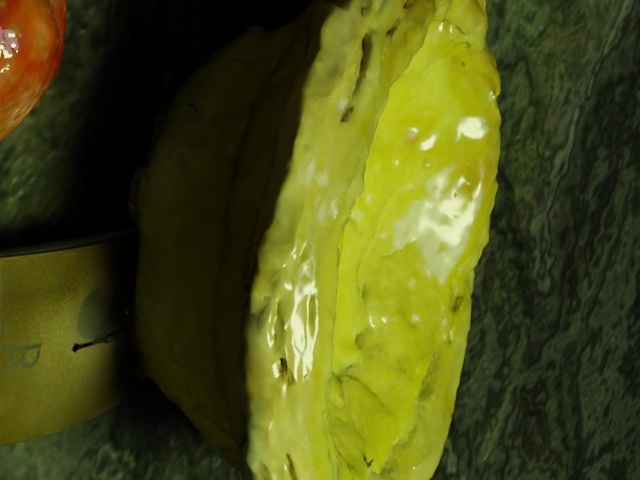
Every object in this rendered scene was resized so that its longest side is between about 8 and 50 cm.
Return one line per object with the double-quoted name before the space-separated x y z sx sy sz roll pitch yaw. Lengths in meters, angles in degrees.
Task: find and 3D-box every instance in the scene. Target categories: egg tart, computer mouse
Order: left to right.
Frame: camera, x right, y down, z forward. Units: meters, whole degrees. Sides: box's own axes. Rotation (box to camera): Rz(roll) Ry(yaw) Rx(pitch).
"computer mouse" -0.137 0.046 0.945 0.199 0.045 0.102 -10 118 -52
"egg tart" 0.000 0.000 1.005 0.345 0.132 0.345 9 90 -69

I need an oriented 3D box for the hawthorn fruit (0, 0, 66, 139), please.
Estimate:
"hawthorn fruit" -0.160 -0.084 0.761 0.128 0.128 0.128 -31 131 -43
